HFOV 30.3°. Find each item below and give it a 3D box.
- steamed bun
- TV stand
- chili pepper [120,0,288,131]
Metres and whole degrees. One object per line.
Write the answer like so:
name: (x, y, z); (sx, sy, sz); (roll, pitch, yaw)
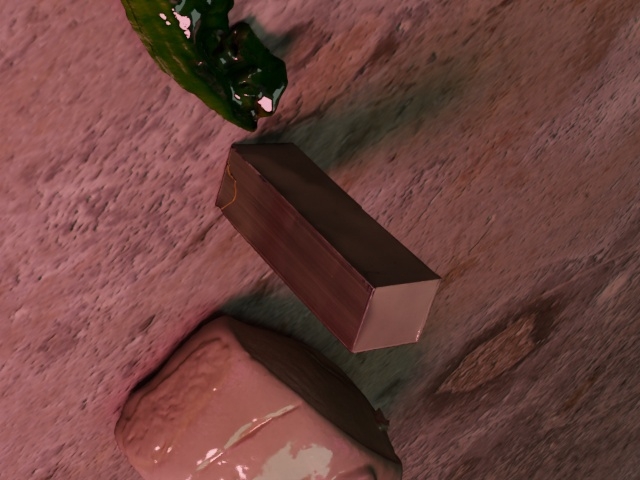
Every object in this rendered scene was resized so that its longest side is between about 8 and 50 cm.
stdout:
steamed bun: (-0.045, 0.270, 1.420); (0.247, 0.236, 0.383); (-46, 140, 4)
TV stand: (0.000, 0.000, 1.195); (0.088, 0.269, 0.083); (-6, 127, -36)
chili pepper: (-0.108, -0.189, 1.090); (0.099, 0.083, 0.253); (-50, 145, -8)
